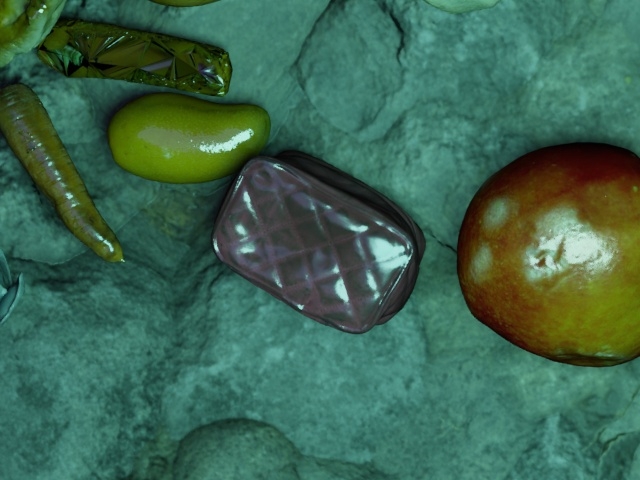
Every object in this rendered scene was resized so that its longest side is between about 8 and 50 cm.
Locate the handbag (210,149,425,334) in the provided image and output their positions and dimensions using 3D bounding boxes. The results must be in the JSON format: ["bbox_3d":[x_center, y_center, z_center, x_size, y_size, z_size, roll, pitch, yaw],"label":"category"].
[{"bbox_3d":[0.000,0.000,1.773,0.225,0.135,0.146,29,100,7],"label":"handbag"}]

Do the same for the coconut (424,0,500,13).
[{"bbox_3d":[0.150,-0.356,1.668,0.234,0.224,0.224,-41,83,12],"label":"coconut"}]

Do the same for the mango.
[{"bbox_3d":[-0.145,-0.114,1.830,0.184,0.085,0.102,0,92,5],"label":"mango"}]

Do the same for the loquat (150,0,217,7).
[{"bbox_3d":[-0.161,-0.338,1.763,0.234,0.176,0.187,7,130,13],"label":"loquat"}]

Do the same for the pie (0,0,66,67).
[{"bbox_3d":[-0.398,-0.338,1.870,0.315,0.092,0.315,0,89,25],"label":"pie"}]

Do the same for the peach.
[{"bbox_3d":[0.256,0.018,1.670,0.243,0.199,0.244,3,107,11],"label":"peach"}]

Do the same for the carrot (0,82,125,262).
[{"bbox_3d":[-0.300,-0.073,1.889,0.059,0.059,0.248,-32,88,15],"label":"carrot"}]

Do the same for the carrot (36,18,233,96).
[{"bbox_3d":[-0.205,-0.204,1.852,0.228,0.069,0.069,11,96,14],"label":"carrot"}]

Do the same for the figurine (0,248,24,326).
[{"bbox_3d":[-0.390,0.055,1.905,0.086,0.082,0.094,33,102,-11],"label":"figurine"}]
